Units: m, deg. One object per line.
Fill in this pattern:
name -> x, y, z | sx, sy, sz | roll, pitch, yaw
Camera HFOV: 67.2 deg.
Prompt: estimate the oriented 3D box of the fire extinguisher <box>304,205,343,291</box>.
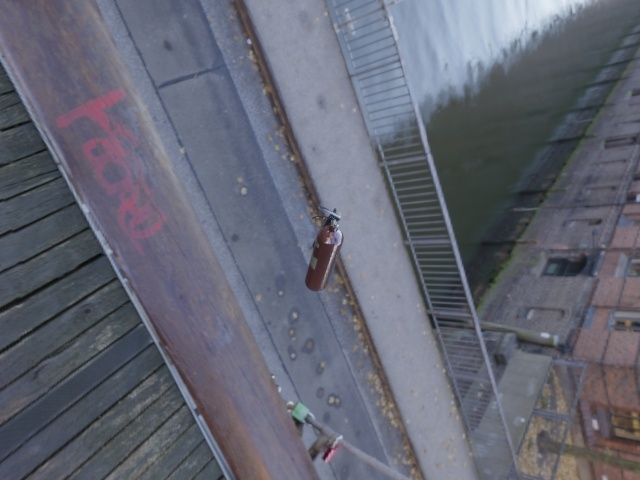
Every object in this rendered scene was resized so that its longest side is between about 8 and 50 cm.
fire extinguisher -> 0.006, 0.001, 0.458 | 0.046, 0.032, 0.100 | -59, 169, -47
